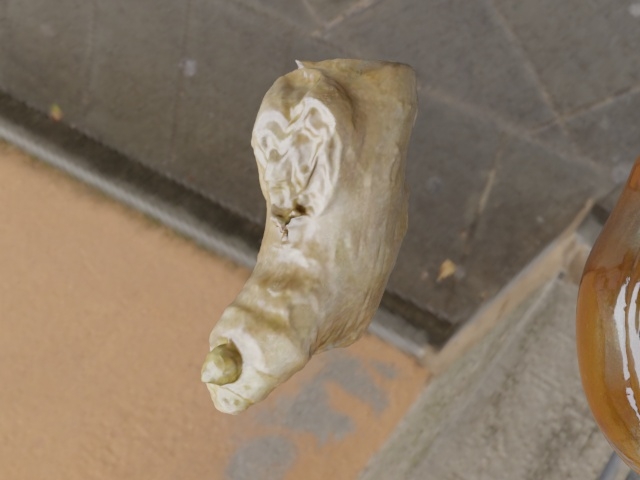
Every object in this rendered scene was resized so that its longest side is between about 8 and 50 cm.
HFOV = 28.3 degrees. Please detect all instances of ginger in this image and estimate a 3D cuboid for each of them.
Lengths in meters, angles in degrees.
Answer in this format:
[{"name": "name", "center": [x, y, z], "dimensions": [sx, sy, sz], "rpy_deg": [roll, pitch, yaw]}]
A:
[{"name": "ginger", "center": [0.003, 0.000, 0.730], "dimensions": [0.074, 0.137, 0.213], "rpy_deg": [11, 88, 43]}]

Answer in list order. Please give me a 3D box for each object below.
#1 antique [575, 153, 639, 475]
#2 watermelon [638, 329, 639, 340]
[{"name": "antique", "center": [0.288, 0.059, 0.941], "dimensions": [0.129, 0.224, 0.278], "rpy_deg": [-2, 96, 59]}, {"name": "watermelon", "center": [0.288, 0.049, 0.612], "dimensions": [0.175, 0.188, 0.322], "rpy_deg": [46, -175, 41]}]
